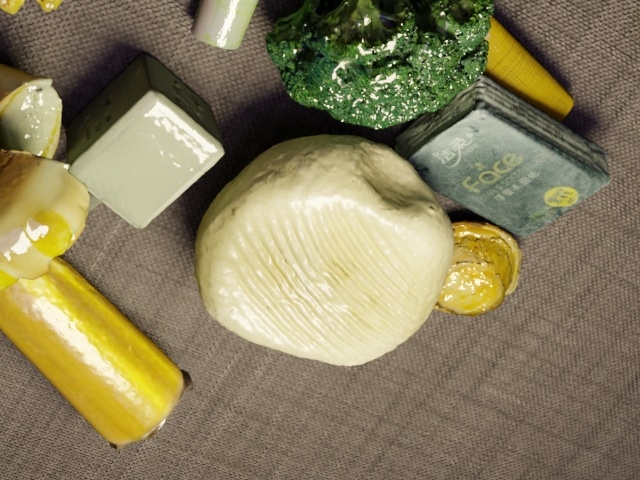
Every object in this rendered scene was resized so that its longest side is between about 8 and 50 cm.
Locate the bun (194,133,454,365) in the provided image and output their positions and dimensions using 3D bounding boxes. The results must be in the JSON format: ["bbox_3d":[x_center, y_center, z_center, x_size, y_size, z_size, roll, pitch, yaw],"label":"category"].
[{"bbox_3d":[0.000,0.000,1.766,0.352,0.227,0.349,-28,123,13],"label":"bun"}]

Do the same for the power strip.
[{"bbox_3d":[-0.258,-0.114,1.691,0.224,0.140,0.139,-42,122,12],"label":"power strip"}]

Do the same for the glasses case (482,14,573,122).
[{"bbox_3d":[0.267,-0.240,1.782,0.079,0.064,0.234,-43,121,16],"label":"glasses case"}]

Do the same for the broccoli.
[{"bbox_3d":[0.076,-0.265,1.643,0.295,0.265,0.245,7,88,0],"label":"broccoli"}]

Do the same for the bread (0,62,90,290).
[{"bbox_3d":[-0.440,-0.069,1.582,0.333,0.333,0.160,-22,149,1],"label":"bread"}]

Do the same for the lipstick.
[{"bbox_3d":[-0.083,-0.392,1.604,0.076,0.076,0.304,13,116,-20],"label":"lipstick"}]

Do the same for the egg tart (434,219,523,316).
[{"bbox_3d":[0.221,0.052,1.927,0.191,0.074,0.191,0,130,0],"label":"egg tart"}]

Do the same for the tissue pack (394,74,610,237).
[{"bbox_3d":[0.260,-0.117,1.814,0.257,0.081,0.185,26,138,-26],"label":"tissue pack"}]

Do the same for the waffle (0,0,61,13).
[{"bbox_3d":[-0.367,-0.415,1.535,0.280,0.060,0.262,-44,123,16],"label":"waffle"}]

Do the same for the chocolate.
[{"bbox_3d":[-0.373,0.098,1.800,0.162,0.162,0.445,-34,118,8],"label":"chocolate"}]
